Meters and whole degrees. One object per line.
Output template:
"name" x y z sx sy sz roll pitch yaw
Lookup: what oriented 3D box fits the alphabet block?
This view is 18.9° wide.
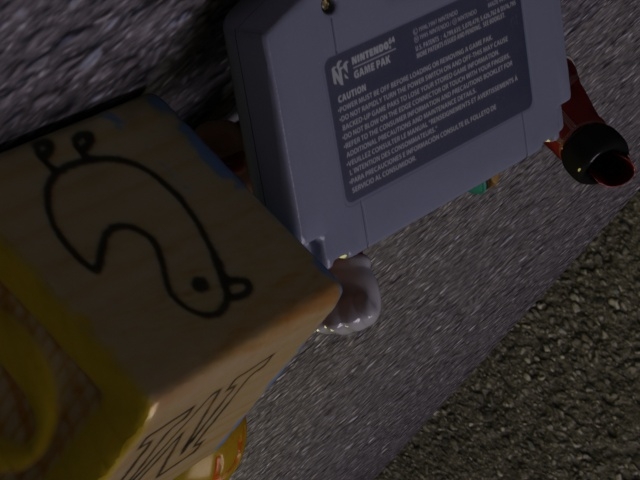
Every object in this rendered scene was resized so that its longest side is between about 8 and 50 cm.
"alphabet block" -0.143 0.055 1.180 0.197 0.192 0.193 -31 162 -51

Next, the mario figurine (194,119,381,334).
"mario figurine" 0.022 -0.058 1.355 0.320 0.198 0.170 -44 -178 -20

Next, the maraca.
"maraca" -0.118 0.174 1.619 0.127 0.099 0.185 -46 -177 5

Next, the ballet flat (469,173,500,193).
"ballet flat" 0.156 -0.107 1.986 0.232 0.080 0.073 75 35 -80

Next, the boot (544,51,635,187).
"boot" 0.259 -0.120 1.976 0.088 0.176 0.244 -48 170 15

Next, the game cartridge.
"game cartridge" 0.057 -0.118 1.284 0.062 0.198 0.297 6 -155 44
